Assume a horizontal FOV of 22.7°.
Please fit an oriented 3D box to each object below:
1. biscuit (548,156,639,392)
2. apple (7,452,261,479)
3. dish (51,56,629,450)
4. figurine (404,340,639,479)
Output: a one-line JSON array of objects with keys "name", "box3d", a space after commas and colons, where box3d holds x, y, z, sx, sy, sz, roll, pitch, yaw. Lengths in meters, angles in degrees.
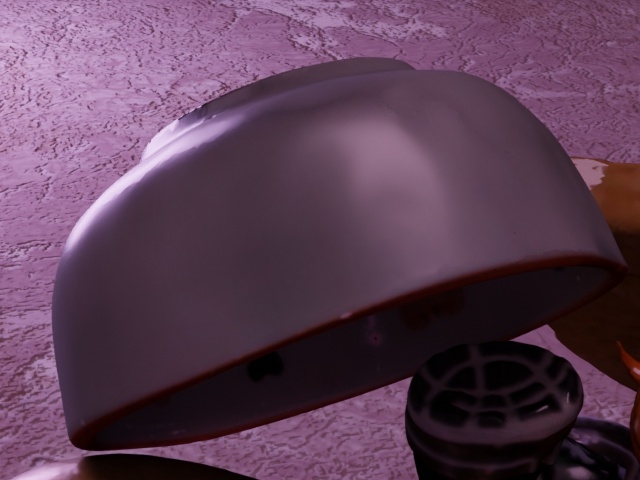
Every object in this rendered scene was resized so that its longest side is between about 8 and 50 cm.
[{"name": "biscuit", "box3d": [0.260, 0.038, 0.808, 0.351, 0.057, 0.312, 28, -25, -20]}, {"name": "apple", "box3d": [-0.076, 0.183, 0.650, 0.209, 0.164, 0.209, 9, 24, -4]}, {"name": "dish", "box3d": [0.000, 0.000, 0.693, 0.256, 0.117, 0.256, -18, -11, -4]}, {"name": "figurine", "box3d": [0.214, 0.139, 0.728, 0.323, 0.196, 0.320, 3, -13, 25]}]
